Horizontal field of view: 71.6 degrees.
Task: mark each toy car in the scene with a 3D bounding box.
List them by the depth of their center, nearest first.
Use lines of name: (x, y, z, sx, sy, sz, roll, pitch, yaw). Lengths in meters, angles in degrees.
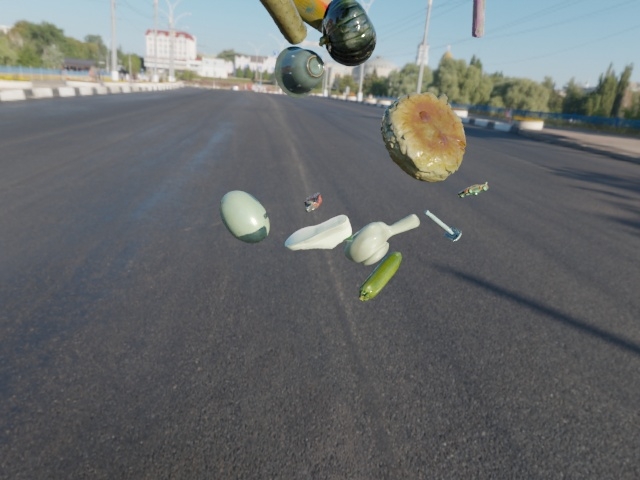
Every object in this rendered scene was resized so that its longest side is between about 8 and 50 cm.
toy car: (0.552, -0.182, 1.618, 0.122, 0.035, 0.059, -10, -7, -23)

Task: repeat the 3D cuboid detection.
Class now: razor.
razor: (0.634, -0.091, 2.342, 0.232, 0.068, 0.106, 35, 5, -25)

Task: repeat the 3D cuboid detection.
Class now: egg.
egg: (-0.363, -0.112, 2.123, 0.282, 0.203, 0.203, 48, 25, 1)

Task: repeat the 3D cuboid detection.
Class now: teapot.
teapot: (0.244, -0.012, 1.858, 0.149, 0.318, 0.220, 51, 30, 2)

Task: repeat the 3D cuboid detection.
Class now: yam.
yam: (-0.135, -0.646, 1.124, 0.083, 0.083, 0.371, 14, -13, 24)

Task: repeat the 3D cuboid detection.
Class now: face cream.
face cream: (-0.038, -0.935, 1.758, 0.285, 0.139, 0.067, 29, 39, -12)

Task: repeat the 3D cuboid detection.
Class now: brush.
brush: (-0.037, -0.173, 1.975, 0.070, 0.051, 0.323, -17, 13, 8)

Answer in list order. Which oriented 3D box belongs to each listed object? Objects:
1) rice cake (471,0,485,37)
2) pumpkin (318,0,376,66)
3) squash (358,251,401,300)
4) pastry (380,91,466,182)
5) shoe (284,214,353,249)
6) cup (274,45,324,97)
rice cake: (0.610, -0.919, 1.710, 0.049, 0.269, 0.055, -14, 37, -3)
pumpkin: (0.091, -0.763, 1.634, 0.216, 0.249, 0.250, -22, 24, -7)
squash: (0.204, 0.127, 1.532, 0.069, 0.069, 0.258, 19, 47, 35)
pastry: (0.338, -0.346, 1.479, 0.330, 0.329, 0.136, -5, -18, -26)
shoe: (0.000, 0.000, 1.687, 0.265, 0.110, 0.095, -22, 34, 14)
cup: (-0.057, -0.663, 1.723, 0.199, 0.199, 0.150, -7, 13, -33)
